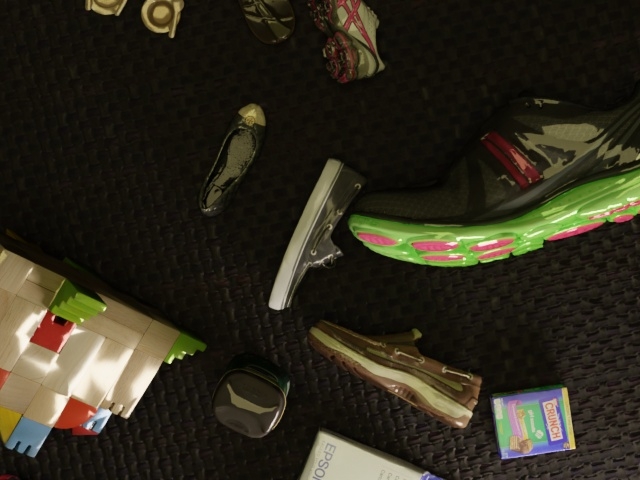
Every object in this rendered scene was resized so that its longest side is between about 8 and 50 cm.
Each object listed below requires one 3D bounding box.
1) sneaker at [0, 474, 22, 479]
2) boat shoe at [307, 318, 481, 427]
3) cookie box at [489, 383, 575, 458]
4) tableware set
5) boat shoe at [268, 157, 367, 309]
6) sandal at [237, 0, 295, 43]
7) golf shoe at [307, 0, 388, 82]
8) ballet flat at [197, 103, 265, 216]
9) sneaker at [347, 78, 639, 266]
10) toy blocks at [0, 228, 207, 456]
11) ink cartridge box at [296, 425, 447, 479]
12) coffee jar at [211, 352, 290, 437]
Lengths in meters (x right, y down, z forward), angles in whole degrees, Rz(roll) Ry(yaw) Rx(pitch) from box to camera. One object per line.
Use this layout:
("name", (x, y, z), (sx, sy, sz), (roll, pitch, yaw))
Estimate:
("sneaker", (-0.494, 0.468, 1.834), (0.299, 0.121, 0.112), (-48, 62, 4))
("boat shoe", (0.108, 0.165, 1.813), (0.258, 0.095, 0.095), (30, 80, -7))
("cookie box", (0.301, 0.257, 1.831), (0.107, 0.040, 0.091), (-9, 93, 1))
("tableware set", (-0.248, -0.371, 1.814), (0.169, 0.020, 0.141), (18, 94, 0))
("boat shoe", (0.000, 0.000, 1.808), (0.076, 0.080, 0.228), (24, 86, 1))
("sandal", (-0.091, -0.383, 1.795), (0.090, 0.060, 0.219), (-21, 107, 8))
("golf shoe", (0.036, -0.312, 1.798), (0.086, 0.067, 0.186), (-15, 88, -30))
("ballet flat", (-0.122, -0.111, 1.812), (0.058, 0.049, 0.173), (24, 94, -1))
("sneaker", (0.267, -0.093, 1.767), (0.483, 0.185, 0.202), (-16, 75, -1))
("toy blocks", (-0.384, 0.163, 1.739), (0.381, 0.191, 0.260), (29, 94, -34))
("ink cartridge box", (0.058, 0.410, 1.842), (0.224, 0.045, 0.223), (22, 93, -1))
("coffee jar", (-0.094, 0.211, 1.763), (0.096, 0.184, 0.079), (26, 94, 0))
